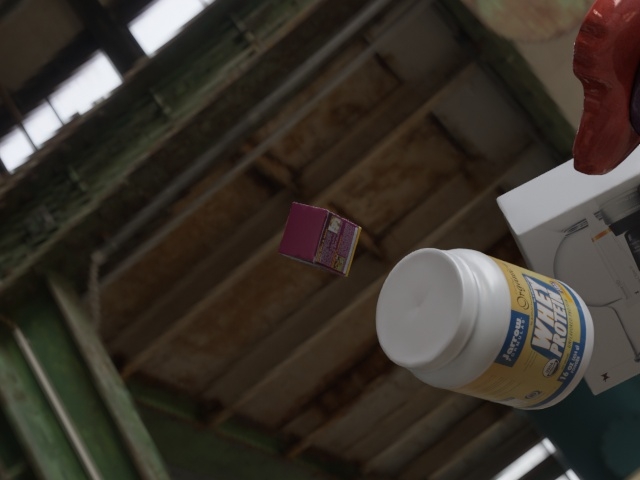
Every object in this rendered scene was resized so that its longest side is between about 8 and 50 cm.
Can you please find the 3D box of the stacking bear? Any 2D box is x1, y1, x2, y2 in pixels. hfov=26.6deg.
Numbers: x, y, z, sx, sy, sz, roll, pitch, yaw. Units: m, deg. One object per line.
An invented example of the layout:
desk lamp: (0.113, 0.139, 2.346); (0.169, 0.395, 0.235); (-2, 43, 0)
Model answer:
stacking bear: (0.346, -0.092, 0.966); (0.164, 0.289, 0.175); (-49, -30, -24)

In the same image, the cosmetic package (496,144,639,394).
cosmetic package: (0.443, -0.011, 1.652); (0.377, 0.097, 0.284); (-28, -55, 5)

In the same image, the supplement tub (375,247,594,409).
supplement tub: (0.169, 0.090, 1.395); (0.199, 0.144, 0.144); (18, -59, -39)

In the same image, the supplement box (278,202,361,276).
supplement box: (0.000, 0.000, 1.335); (0.083, 0.043, 0.055); (27, -101, -63)
